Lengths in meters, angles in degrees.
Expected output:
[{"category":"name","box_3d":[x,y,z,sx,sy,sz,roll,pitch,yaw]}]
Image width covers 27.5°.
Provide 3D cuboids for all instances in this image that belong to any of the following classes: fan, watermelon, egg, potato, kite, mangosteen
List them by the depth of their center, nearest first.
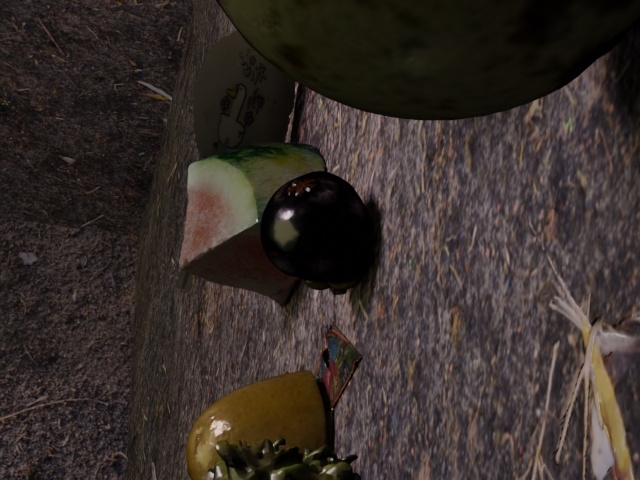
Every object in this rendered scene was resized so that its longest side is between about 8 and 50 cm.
[{"category":"egg","box_3d":[0.072,-0.269,0.841,0.428,0.345,0.345,-92,16,-51]},{"category":"mangosteen","box_3d":[0.000,0.000,1.501,0.137,0.137,0.151,-109,-4,-63]},{"category":"kite","box_3d":[0.010,0.170,1.564,0.241,0.014,0.183,120,154,-55]},{"category":"potato","box_3d":[-0.084,0.255,1.573,0.178,0.158,0.203,-156,74,-72]},{"category":"watermelon","box_3d":[-0.073,-0.033,1.820,0.232,0.193,0.310,-58,34,16]},{"category":"fan","box_3d":[-0.143,-0.122,1.918,0.012,0.233,0.414,10,74,37]}]

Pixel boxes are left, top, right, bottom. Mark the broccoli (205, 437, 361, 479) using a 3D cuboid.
[{"category":"broccoli","box_3d":[-0.064,0.359,1.331,0.324,0.272,0.334,14,86,37]}]
